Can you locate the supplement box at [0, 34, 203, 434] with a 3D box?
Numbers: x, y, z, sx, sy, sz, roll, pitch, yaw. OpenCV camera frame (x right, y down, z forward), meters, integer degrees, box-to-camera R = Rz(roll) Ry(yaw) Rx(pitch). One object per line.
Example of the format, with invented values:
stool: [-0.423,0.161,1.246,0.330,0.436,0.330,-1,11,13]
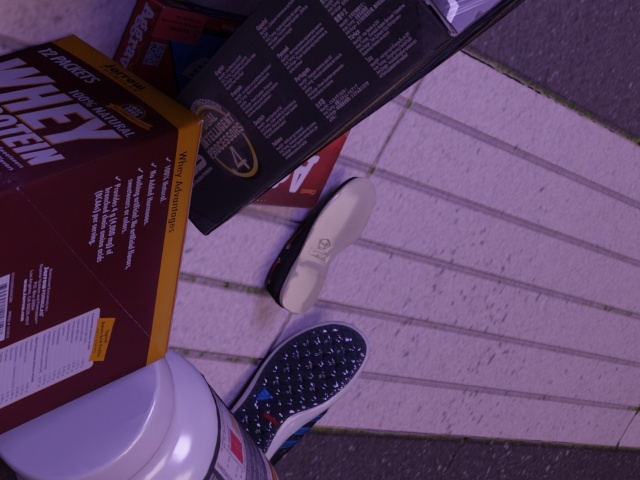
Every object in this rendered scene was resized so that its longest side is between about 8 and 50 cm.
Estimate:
supplement box: [-0.197,0.000,1.024,0.194,0.129,0.191,-24,137,-42]

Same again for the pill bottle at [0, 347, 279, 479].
pill bottle: [-0.138,0.171,1.243,0.162,0.162,0.278,-48,149,-13]

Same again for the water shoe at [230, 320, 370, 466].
water shoe: [-0.039,0.152,1.480,0.203,0.073,0.080,-43,170,-14]

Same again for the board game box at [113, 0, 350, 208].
board game box: [-0.063,-0.097,1.225,0.281,0.027,0.145,2,119,-56]

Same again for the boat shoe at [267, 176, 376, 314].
boat shoe: [-0.001,-0.001,1.395,0.049,0.042,0.133,31,93,-35]

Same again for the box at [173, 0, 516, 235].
box: [0.074,-0.168,1.030,0.318,0.097,0.395,-41,-177,-26]
